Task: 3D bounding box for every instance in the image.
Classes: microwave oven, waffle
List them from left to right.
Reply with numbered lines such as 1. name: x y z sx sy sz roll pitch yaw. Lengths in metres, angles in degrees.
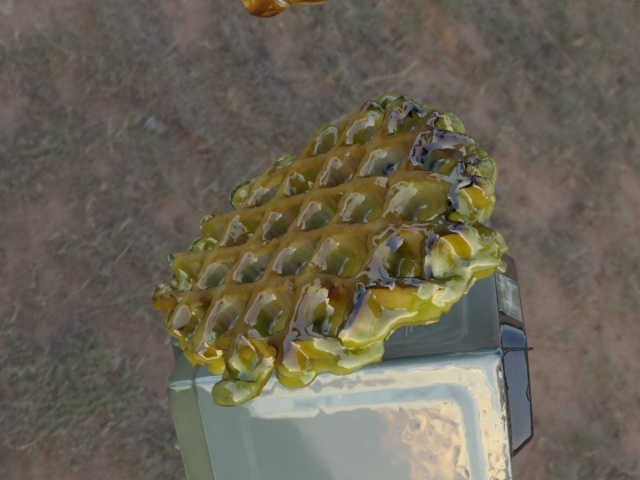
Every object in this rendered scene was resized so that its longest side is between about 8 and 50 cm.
1. waffle: 0.000 0.000 0.719 0.059 0.238 0.243 49 4 -31
2. microwave oven: 0.042 0.130 0.985 0.355 0.286 0.218 -75 158 -69

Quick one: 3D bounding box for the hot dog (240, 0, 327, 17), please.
1. hot dog: -0.012 -0.259 0.863 0.250 0.104 0.076 -76 153 -45
